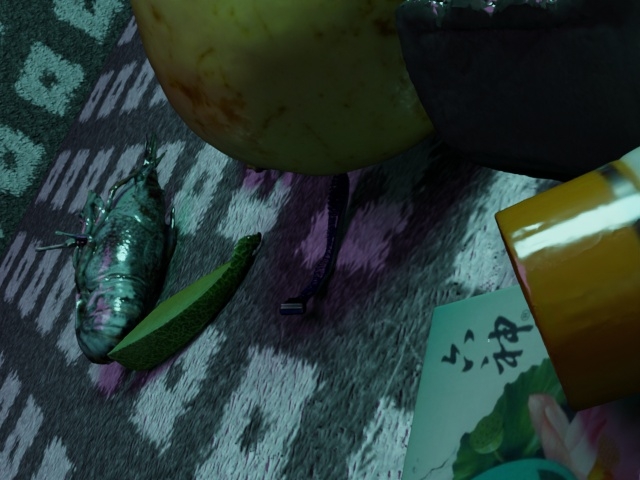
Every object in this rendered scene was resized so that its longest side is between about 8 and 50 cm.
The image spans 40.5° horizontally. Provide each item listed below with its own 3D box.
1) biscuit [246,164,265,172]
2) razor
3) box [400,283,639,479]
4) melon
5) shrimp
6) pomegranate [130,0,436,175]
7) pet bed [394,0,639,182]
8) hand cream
[{"bbox_3d":[-0.019,-0.232,1.010,0.334,0.081,0.289,-34,42,37],"label":"biscuit"},{"bbox_3d":[0.003,0.003,0.824,0.044,0.028,0.154,-12,54,57],"label":"razor"},{"bbox_3d":[0.114,0.141,0.411,0.153,0.092,0.245,-25,43,51],"label":"box"},{"bbox_3d":[-0.150,0.073,1.038,0.262,0.053,0.114,-38,15,32],"label":"melon"},{"bbox_3d":[-0.293,-0.004,1.211,0.137,0.172,0.372,-45,36,40],"label":"shrimp"},{"bbox_3d":[0.010,-0.212,0.745,0.342,0.342,0.342,-42,31,33],"label":"pomegranate"},{"bbox_3d":[0.157,-0.093,0.475,0.159,0.183,0.211,-57,27,-7],"label":"pet bed"},{"bbox_3d":[0.223,-0.035,0.318,0.314,0.089,0.139,-22,38,15],"label":"hand cream"}]
